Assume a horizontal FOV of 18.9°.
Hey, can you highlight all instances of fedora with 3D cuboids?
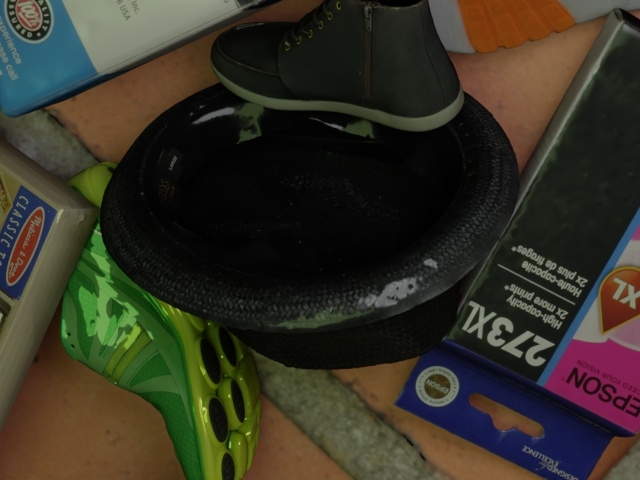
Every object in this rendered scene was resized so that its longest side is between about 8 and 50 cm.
[{"bbox_3d":[0.000,0.000,1.495,0.334,0.334,0.152,-2,133,15],"label":"fedora"}]

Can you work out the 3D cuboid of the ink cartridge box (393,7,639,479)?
[{"bbox_3d":[0.217,0.022,1.501,0.176,0.069,0.371,26,108,-5],"label":"ink cartridge box"}]

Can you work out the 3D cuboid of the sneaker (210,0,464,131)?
[{"bbox_3d":[0.004,-0.163,1.469,0.222,0.083,0.118,12,137,30],"label":"sneaker"}]

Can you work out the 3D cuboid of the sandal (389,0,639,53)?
[{"bbox_3d":[0.178,-0.213,1.484,0.265,0.076,0.102,-9,124,-4],"label":"sandal"}]

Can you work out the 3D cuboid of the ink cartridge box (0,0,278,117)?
[{"bbox_3d":[-0.106,-0.305,1.463,0.395,0.166,0.285,-22,94,17],"label":"ink cartridge box"}]

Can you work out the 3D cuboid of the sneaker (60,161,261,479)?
[{"bbox_3d":[-0.144,0.081,1.611,0.123,0.109,0.295,-27,85,26],"label":"sneaker"}]

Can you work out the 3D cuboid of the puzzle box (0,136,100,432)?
[{"bbox_3d":[-0.371,0.082,1.646,0.272,0.052,0.409,34,108,26],"label":"puzzle box"}]
